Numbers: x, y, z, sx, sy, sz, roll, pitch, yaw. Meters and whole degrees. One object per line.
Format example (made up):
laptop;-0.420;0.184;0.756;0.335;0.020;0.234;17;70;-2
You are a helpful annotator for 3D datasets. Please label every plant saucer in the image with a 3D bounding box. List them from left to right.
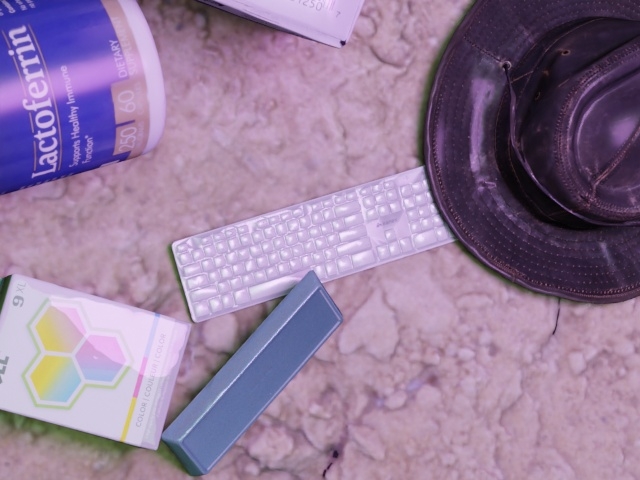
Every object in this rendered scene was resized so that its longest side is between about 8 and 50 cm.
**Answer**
plant saucer;-0.052;0.114;1.601;0.192;0.018;0.067;-48;138;-15

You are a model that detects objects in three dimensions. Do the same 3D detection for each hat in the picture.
hat;0.256;-0.112;1.665;0.331;0.134;0.331;2;83;-17

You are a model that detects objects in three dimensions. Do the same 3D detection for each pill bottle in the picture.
pill bottle;-0.268;-0.108;1.494;0.265;0.153;0.153;-18;90;-23

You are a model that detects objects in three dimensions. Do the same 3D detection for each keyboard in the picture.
keyboard;0.000;0.000;1.647;0.256;0.014;0.072;-17;90;-16

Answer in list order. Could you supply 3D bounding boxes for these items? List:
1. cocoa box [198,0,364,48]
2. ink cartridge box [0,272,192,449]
cocoa box;-0.118;-0.320;1.510;0.347;0.228;0.231;19;94;-14
ink cartridge box;-0.221;0.092;1.550;0.209;0.062;0.109;17;82;-14
